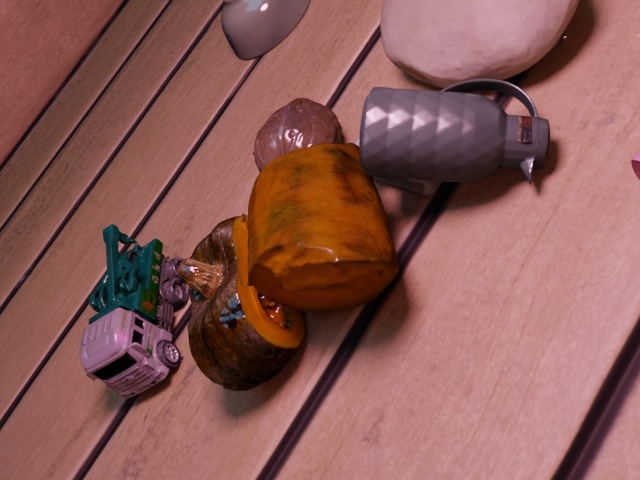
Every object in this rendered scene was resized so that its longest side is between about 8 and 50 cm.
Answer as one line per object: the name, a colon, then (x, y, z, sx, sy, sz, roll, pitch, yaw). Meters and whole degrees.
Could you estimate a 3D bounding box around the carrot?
carrot: (0.000, 0.000, 1.163, 0.242, 0.241, 0.340, -32, 38, 22)

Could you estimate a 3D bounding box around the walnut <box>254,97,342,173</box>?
walnut: (-0.043, -0.200, 1.438, 0.178, 0.178, 0.230, -17, 37, 35)

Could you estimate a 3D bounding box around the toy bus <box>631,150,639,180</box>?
toy bus: (0.502, -0.092, 0.884, 0.203, 0.063, 0.090, 23, 74, 49)

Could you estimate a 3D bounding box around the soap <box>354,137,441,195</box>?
soap: (0.149, -0.161, 1.286, 0.198, 0.067, 0.119, 25, 80, 51)

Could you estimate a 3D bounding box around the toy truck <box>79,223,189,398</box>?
toy truck: (-0.399, 0.141, 1.493, 0.177, 0.178, 0.363, -30, 45, 23)

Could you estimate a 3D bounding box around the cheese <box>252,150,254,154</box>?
cheese: (-0.111, -0.210, 1.608, 0.060, 0.041, 0.084, -53, 26, -15)

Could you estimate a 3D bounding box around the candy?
candy: (0.262, -0.461, 1.278, 0.427, 0.186, 0.385, -14, 65, 54)

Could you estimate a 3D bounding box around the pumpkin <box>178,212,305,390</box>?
pumpkin: (-0.147, 0.095, 1.238, 0.139, 0.222, 0.317, -32, 42, 27)

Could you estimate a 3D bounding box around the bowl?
bowl: (-0.180, -0.662, 1.969, 0.289, 0.146, 0.289, -27, 43, 28)

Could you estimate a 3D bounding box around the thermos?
thermos: (0.214, -0.176, 1.121, 0.287, 0.145, 0.182, 5, 66, 11)
